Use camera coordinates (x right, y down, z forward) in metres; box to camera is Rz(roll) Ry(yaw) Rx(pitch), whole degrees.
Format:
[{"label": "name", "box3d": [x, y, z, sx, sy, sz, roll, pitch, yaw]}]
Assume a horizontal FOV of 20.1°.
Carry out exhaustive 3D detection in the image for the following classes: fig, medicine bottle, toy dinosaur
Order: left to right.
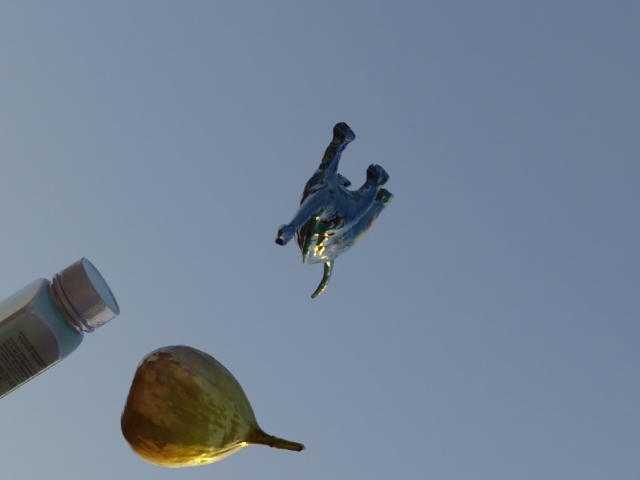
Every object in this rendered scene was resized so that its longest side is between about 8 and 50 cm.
[{"label": "medicine bottle", "box3d": [-0.212, 0.065, 1.345, 0.055, 0.118, 0.074, 56, 4, -14]}, {"label": "fig", "box3d": [-0.130, 0.225, 2.283, 0.257, 0.159, 0.159, 17, -54, 25]}, {"label": "toy dinosaur", "box3d": [0.015, -0.027, 1.797, 0.076, 0.144, 0.329, 31, -7, 9]}]
